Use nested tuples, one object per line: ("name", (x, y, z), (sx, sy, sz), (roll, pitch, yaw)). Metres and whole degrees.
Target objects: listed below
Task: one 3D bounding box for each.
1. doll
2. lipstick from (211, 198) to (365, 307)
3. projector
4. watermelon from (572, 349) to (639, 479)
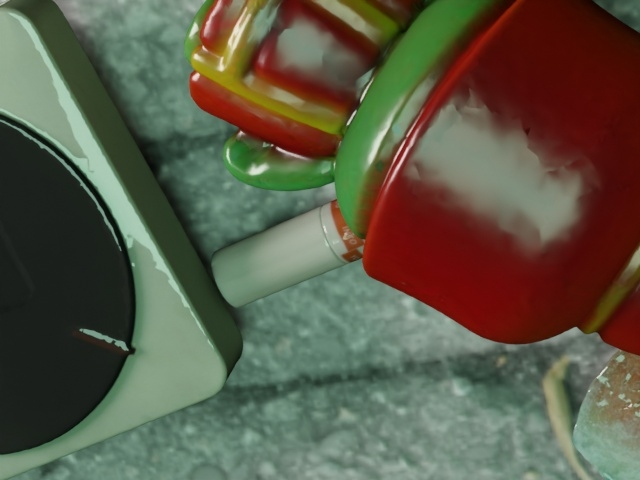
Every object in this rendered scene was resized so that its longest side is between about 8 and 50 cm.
("doll", (0.098, -0.043, 0.789), (0.363, 0.160, 0.182), (32, 102, 4))
("lipstick", (0.000, 0.000, 0.906), (0.131, 0.038, 0.038), (-22, 105, 19))
("projector", (-0.212, 0.014, 0.932), (0.257, 0.079, 0.259), (-23, 105, 19))
("watermelon", (0.251, 0.050, 0.860), (0.154, 0.094, 0.241), (24, 113, 13))
